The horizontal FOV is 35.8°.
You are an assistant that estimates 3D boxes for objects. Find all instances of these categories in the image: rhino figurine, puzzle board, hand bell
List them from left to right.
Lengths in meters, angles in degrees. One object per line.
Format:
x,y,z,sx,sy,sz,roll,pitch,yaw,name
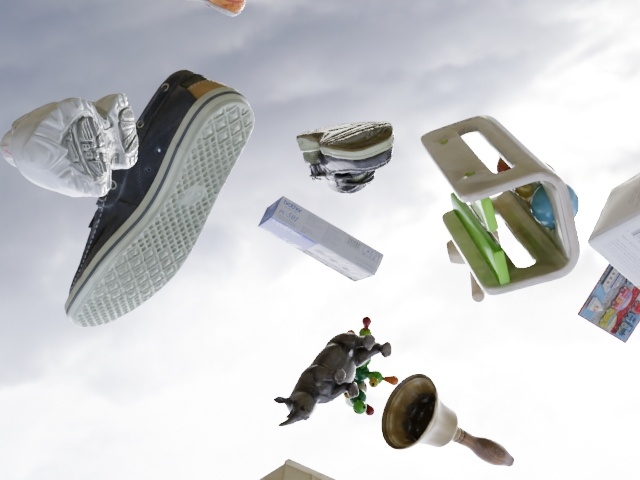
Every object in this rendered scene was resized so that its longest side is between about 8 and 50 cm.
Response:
0.009,0.230,1.618,0.106,0.073,0.243,-6,-153,45,rhino figurine
0.228,0.318,1.603,0.126,0.242,0.126,-39,-146,34,hand bell
0.516,0.099,1.700,0.096,0.128,0.011,31,-172,6,puzzle board

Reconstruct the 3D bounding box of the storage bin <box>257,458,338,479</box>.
-0.041,0.558,1.885,0.262,0.260,0.123,-41,-151,39,storage bin

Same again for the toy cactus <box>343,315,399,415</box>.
0.091,0.288,2.094,0.112,0.181,0.219,2,-131,-10,toy cactus

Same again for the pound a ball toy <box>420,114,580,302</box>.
0.225,-0.028,1.205,0.135,0.208,0.319,-17,-161,2,pound a ball toy

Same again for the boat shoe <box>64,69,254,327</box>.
-0.294,-0.066,1.676,0.156,0.500,0.186,43,-160,29,boat shoe

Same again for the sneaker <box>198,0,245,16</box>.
-0.221,-0.479,1.855,0.175,0.067,0.064,12,-146,-25,sneaker

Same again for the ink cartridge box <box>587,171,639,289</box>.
0.537,-0.033,1.251,0.119,0.207,0.353,-55,-171,-31,ink cartridge box

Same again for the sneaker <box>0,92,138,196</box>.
-0.247,-0.082,0.913,0.115,0.090,0.232,-8,-172,6,sneaker

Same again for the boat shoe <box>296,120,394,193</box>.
0.033,-0.089,1.098,0.080,0.073,0.223,-20,-167,-14,boat shoe

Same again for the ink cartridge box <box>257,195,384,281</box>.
0.000,0.000,1.725,0.046,0.207,0.097,-63,-167,-17,ink cartridge box
